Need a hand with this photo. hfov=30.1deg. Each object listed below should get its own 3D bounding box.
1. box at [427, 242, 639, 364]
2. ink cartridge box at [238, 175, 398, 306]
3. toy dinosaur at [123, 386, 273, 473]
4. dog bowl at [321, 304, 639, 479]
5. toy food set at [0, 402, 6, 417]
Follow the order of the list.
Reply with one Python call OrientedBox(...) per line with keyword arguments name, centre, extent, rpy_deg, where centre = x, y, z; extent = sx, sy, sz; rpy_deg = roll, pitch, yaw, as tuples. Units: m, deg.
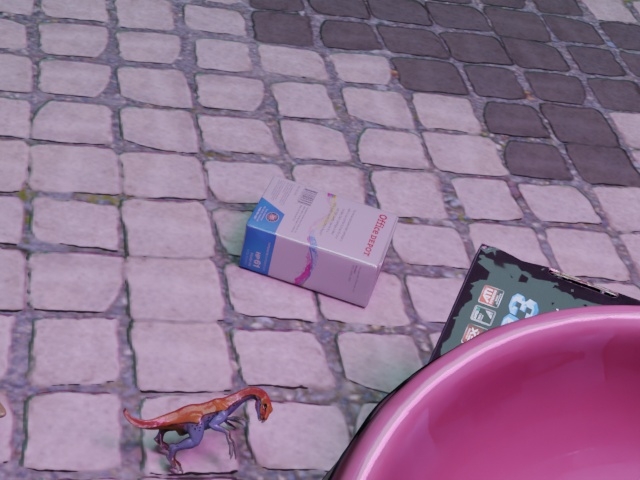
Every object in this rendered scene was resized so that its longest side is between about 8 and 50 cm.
OrientedBox(name="box", centre=(0.190, 0.176, 0.782), extent=(0.293, 0.073, 0.295), rpy_deg=(19, 57, 13))
OrientedBox(name="ink cartridge box", centre=(0.000, 0.000, 1.063), extent=(0.122, 0.052, 0.088), rpy_deg=(17, 36, 6))
OrientedBox(name="toy dinosaur", centre=(-0.078, 0.128, 0.849), extent=(0.082, 0.090, 0.047), rpy_deg=(-43, 39, 1))
OrientedBox(name="dog bowl", centre=(0.165, 0.213, 0.627), extent=(0.408, 0.150, 0.408), rpy_deg=(0, 56, 0))
OrientedBox(name="toy food set", centre=(-0.283, 0.133, 0.818), extent=(0.122, 0.019, 0.078), rpy_deg=(-25, 50, -31))
